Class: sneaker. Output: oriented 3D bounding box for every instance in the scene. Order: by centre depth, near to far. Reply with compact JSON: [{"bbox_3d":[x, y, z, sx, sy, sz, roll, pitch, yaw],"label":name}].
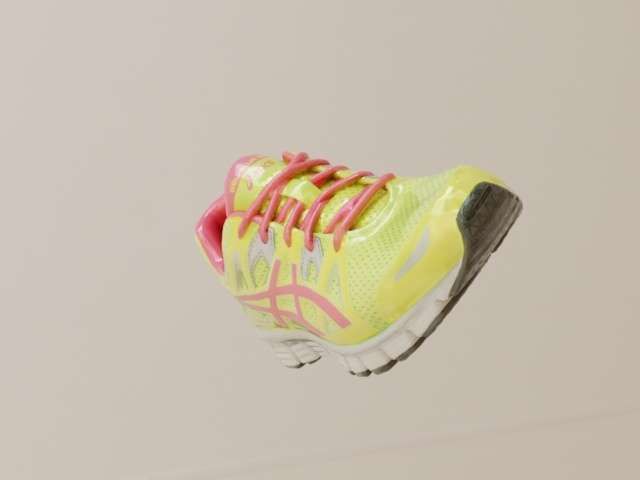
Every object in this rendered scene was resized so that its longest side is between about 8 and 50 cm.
[{"bbox_3d":[0.000,0.000,0.484,0.094,0.208,0.081,47,-117,-11],"label":"sneaker"}]
